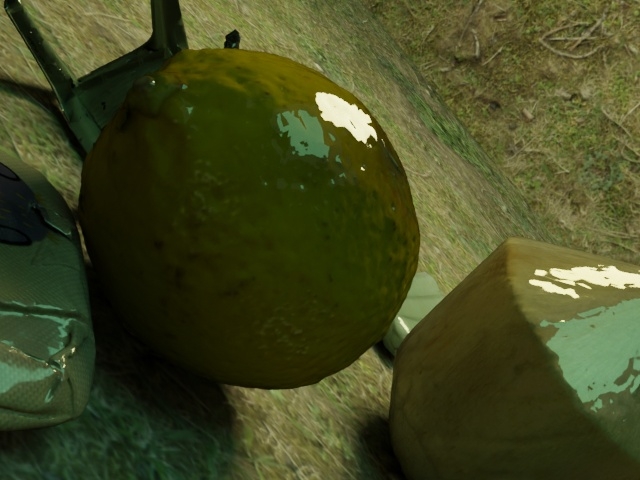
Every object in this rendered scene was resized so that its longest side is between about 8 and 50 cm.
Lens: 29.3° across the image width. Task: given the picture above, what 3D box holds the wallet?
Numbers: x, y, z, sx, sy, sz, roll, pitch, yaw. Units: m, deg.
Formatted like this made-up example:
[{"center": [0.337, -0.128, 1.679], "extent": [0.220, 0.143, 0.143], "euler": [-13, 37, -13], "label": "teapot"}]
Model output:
[{"center": [-0.259, -0.008, 0.765], "extent": [0.275, 0.068, 0.335], "euler": [32, 21, -34], "label": "wallet"}]

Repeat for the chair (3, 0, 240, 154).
[{"center": [-0.138, -0.130, 1.148], "extent": [0.203, 0.191, 0.274], "euler": [54, -10, 21], "label": "chair"}]

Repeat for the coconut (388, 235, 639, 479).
[{"center": [0.227, 0.138, 1.159], "extent": [0.329, 0.329, 0.329], "euler": [41, 18, -16], "label": "coconut"}]

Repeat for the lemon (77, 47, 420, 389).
[{"center": [-0.054, -0.016, 0.942], "extent": [0.310, 0.253, 0.253], "euler": [51, 8, -47], "label": "lemon"}]

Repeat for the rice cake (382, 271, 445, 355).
[{"center": [0.109, 0.089, 1.464], "extent": [0.127, 0.043, 0.237], "euler": [53, 19, 21], "label": "rice cake"}]
